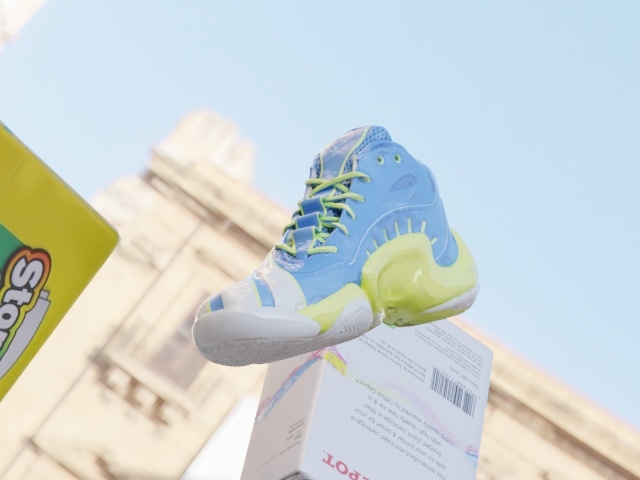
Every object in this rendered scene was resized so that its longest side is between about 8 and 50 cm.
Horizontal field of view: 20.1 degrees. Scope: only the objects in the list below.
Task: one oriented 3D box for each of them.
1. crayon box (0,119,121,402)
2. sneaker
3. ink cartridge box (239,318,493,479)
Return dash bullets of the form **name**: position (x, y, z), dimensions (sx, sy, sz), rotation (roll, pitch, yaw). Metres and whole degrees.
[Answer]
- **crayon box**: position (-0.303, 0.052, 0.843), dimensions (0.106, 0.363, 0.313), rotation (29, -13, 36)
- **sneaker**: position (0.000, 0.000, 1.066), dimensions (0.091, 0.240, 0.126), rotation (-18, -95, 35)
- **ink cartridge box**: position (0.046, 0.184, 1.748), dimensions (0.201, 0.278, 0.117), rotation (35, -46, -21)
